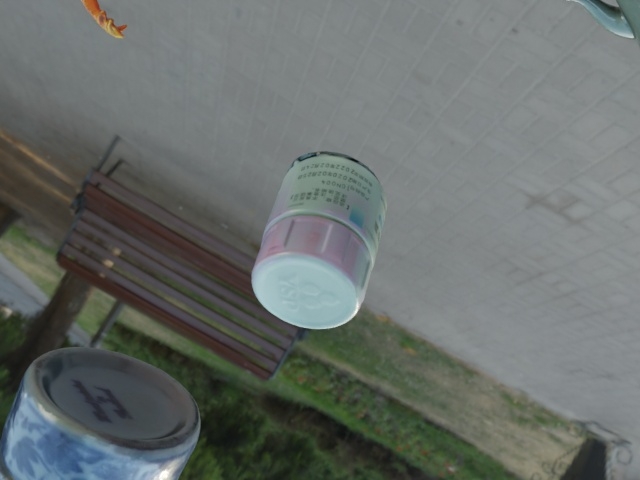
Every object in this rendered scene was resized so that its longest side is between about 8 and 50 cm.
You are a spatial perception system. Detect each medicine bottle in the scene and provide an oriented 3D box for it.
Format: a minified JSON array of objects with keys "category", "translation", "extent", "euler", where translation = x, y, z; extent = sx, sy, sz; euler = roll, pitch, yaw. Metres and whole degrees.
[{"category":"medicine bottle","translation":[0.000,0.000,0.879],"extent":[0.135,0.168,0.135],"euler":[9,136,9]}]

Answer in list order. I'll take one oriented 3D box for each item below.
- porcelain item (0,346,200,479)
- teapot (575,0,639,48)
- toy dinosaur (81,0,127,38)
[{"category":"porcelain item","translation":[-0.182,0.169,0.622],"extent":[0.147,0.114,0.147],"euler":[24,-168,-6]},{"category":"teapot","translation":[0.395,-0.315,0.854],"extent":[0.149,0.162,0.239],"euler":[38,139,-21]},{"category":"toy dinosaur","translation":[-0.220,-0.288,0.646],"extent":[0.288,0.117,0.070],"euler":[47,-170,24]}]
